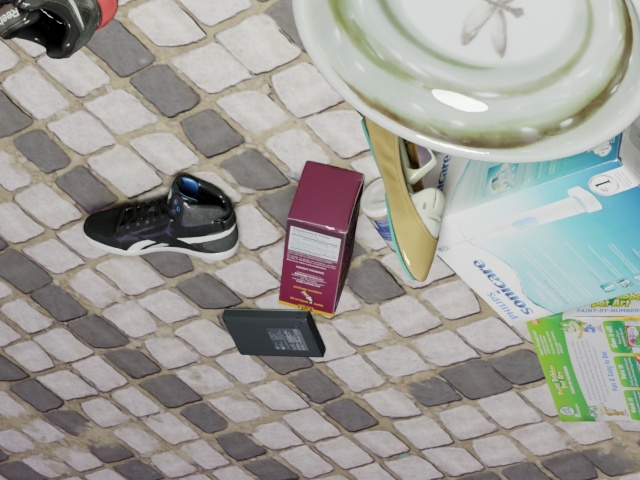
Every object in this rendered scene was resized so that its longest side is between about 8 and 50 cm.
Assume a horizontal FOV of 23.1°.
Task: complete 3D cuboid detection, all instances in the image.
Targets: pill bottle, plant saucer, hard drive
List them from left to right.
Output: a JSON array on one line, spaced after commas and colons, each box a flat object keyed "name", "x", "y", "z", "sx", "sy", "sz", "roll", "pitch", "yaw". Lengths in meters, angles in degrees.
[{"name": "hard drive", "x": -0.069, "y": 0.137, "z": 2.316, "sx": 0.135, "sy": 0.022, "sz": 0.094, "roll": 0, "pitch": 139, "yaw": 21}, {"name": "pill bottle", "x": 0.106, "y": -0.022, "z": 2.013, "sx": 0.067, "sy": 0.067, "sz": 0.120, "roll": -10, "pitch": 135, "yaw": 31}, {"name": "plant saucer", "x": 0.171, "y": -0.247, "z": 1.671, "sx": 0.400, "sy": 0.100, "sz": 0.400, "roll": 13, "pitch": 144, "yaw": 9}]

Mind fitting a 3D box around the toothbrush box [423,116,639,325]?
[{"name": "toothbrush box", "x": 0.294, "y": -0.034, "z": 1.878, "sx": 0.295, "sy": 0.126, "sz": 0.216, "roll": -21, "pitch": 130, "yaw": 38}]

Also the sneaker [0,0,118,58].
[{"name": "sneaker", "x": -0.359, "y": -0.309, "z": 1.783, "sx": 0.276, "sy": 0.135, "sz": 0.097, "roll": 39, "pitch": 139, "yaw": -24}]

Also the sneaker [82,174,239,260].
[{"name": "sneaker", "x": -0.218, "y": -0.042, "z": 2.115, "sx": 0.217, "sy": 0.079, "sz": 0.121, "roll": 4, "pitch": 138, "yaw": 4}]

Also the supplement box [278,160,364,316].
[{"name": "supplement box", "x": 0.000, "y": 0.000, "z": 2.052, "sx": 0.081, "sy": 0.104, "sz": 0.188, "roll": 14, "pitch": 142, "yaw": 5}]

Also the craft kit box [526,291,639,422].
[{"name": "craft kit box", "x": 0.424, "y": 0.160, "z": 2.131, "sx": 0.246, "sy": 0.061, "sz": 0.250, "roll": -3, "pitch": 138, "yaw": 21}]

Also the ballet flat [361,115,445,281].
[{"name": "ballet flat", "x": 0.107, "y": -0.066, "z": 1.842, "sx": 0.073, "sy": 0.232, "sz": 0.080, "roll": -24, "pitch": 156, "yaw": 20}]
